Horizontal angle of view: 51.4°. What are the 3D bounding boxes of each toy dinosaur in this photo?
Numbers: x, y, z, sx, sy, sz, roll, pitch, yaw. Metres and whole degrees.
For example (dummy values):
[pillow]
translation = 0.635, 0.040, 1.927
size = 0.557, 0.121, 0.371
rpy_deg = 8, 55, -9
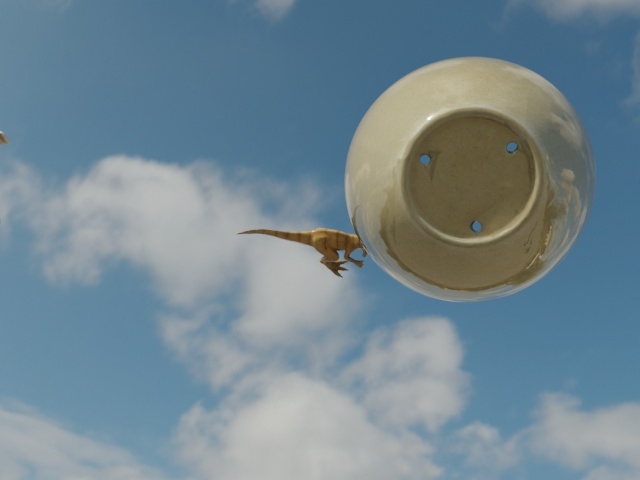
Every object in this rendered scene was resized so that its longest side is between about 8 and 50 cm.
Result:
[toy dinosaur]
translation = 0.000, 0.000, 0.960
size = 0.212, 0.064, 0.112
rpy_deg = 5, -25, 13

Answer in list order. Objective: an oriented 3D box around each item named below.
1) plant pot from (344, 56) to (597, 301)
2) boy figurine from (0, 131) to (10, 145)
[plant pot]
translation = 0.155, -0.063, 0.693
size = 0.284, 0.191, 0.284
rpy_deg = 1, -86, 10
[boy figurine]
translation = -0.462, -0.105, 0.777
size = 0.177, 0.285, 0.092
rpy_deg = -23, -37, -24
